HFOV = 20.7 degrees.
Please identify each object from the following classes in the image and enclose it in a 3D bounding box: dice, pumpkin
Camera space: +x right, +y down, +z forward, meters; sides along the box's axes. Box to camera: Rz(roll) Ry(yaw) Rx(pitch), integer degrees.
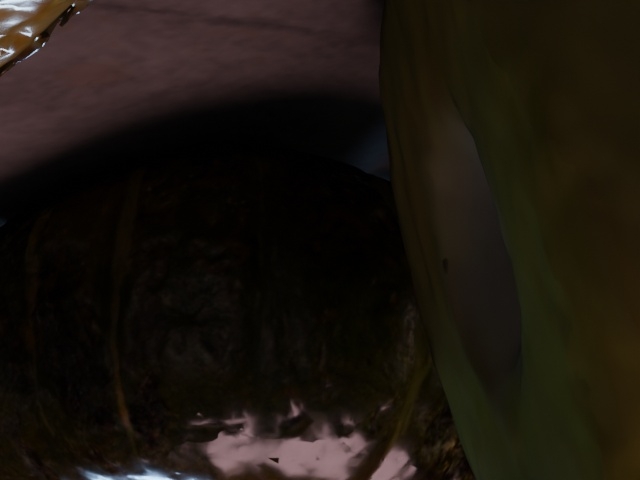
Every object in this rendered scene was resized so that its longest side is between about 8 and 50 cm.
[{"bbox_3d":[0.157,-0.022,0.570,0.233,0.227,0.238,-13,166,-10],"label":"dice"},{"bbox_3d":[-0.037,0.077,0.767,0.260,0.189,0.260,-4,153,-2],"label":"pumpkin"}]

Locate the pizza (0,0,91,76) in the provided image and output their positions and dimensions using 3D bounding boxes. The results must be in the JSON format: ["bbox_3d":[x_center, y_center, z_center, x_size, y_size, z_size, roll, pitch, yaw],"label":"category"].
[{"bbox_3d":[-0.135,-0.075,0.361,0.223,0.089,0.323,-8,163,-47],"label":"pizza"}]
